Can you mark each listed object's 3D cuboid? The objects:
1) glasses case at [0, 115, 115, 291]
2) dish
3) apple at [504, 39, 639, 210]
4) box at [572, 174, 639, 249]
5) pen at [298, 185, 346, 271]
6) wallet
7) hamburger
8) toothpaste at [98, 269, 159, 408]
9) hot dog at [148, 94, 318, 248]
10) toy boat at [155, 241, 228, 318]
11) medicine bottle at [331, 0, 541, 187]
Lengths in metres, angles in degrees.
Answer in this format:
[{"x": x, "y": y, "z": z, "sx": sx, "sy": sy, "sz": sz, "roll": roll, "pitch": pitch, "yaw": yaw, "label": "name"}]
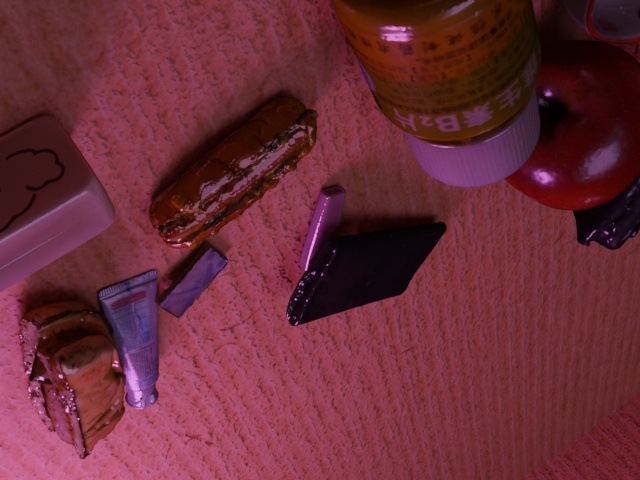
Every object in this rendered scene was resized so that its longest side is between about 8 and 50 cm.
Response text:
[{"x": -0.397, "y": 0.002, "z": 1.046, "sx": 0.336, "sy": 0.144, "sz": 0.076, "roll": -33, "pitch": 145, "yaw": -12, "label": "glasses case"}, {"x": 0.444, "y": -0.414, "z": 1.400, "sx": 0.256, "sy": 0.117, "sz": 0.256, "roll": -26, "pitch": 144, "yaw": -21, "label": "dish"}, {"x": 0.383, "y": -0.180, "z": 1.487, "sx": 0.260, "sy": 0.260, "sz": 0.216, "roll": -52, "pitch": 150, "yaw": 17, "label": "apple"}, {"x": 0.554, "y": -0.168, "z": 1.645, "sx": 0.359, "sy": 0.091, "sz": 0.350, "roll": -59, "pitch": -178, "yaw": 24, "label": "box"}, {"x": 0.000, "y": 0.000, "z": 1.524, "sx": 0.053, "sy": 0.032, "sz": 0.197, "roll": -15, "pitch": 136, "yaw": -35, "label": "pen"}, {"x": 0.078, "y": 0.045, "z": 1.607, "sx": 0.321, "sy": 0.044, "sz": 0.170, "roll": -11, "pitch": 136, "yaw": -51, "label": "wallet"}, {"x": -0.336, "y": 0.174, "z": 1.337, "sx": 0.131, "sy": 0.124, "sz": 0.262, "roll": -41, "pitch": 156, "yaw": -33, "label": "hamburger"}, {"x": -0.269, "y": 0.149, "z": 1.422, "sx": 0.089, "sy": 0.057, "sz": 0.234, "roll": -23, "pitch": 135, "yaw": -28, "label": "toothpaste"}, {"x": -0.112, "y": -0.088, "z": 1.284, "sx": 0.269, "sy": 0.072, "sz": 0.115, "roll": -41, "pitch": 138, "yaw": 2, "label": "hot dog"}, {"x": -0.185, "y": 0.058, "z": 1.409, "sx": 0.115, "sy": 0.016, "sz": 0.063, "roll": -49, "pitch": 148, "yaw": -3, "label": "toy boat"}, {"x": 0.162, "y": -0.241, "z": 1.234, "sx": 0.224, "sy": 0.224, "sz": 0.384, "roll": -38, "pitch": 147, "yaw": -3, "label": "medicine bottle"}]
